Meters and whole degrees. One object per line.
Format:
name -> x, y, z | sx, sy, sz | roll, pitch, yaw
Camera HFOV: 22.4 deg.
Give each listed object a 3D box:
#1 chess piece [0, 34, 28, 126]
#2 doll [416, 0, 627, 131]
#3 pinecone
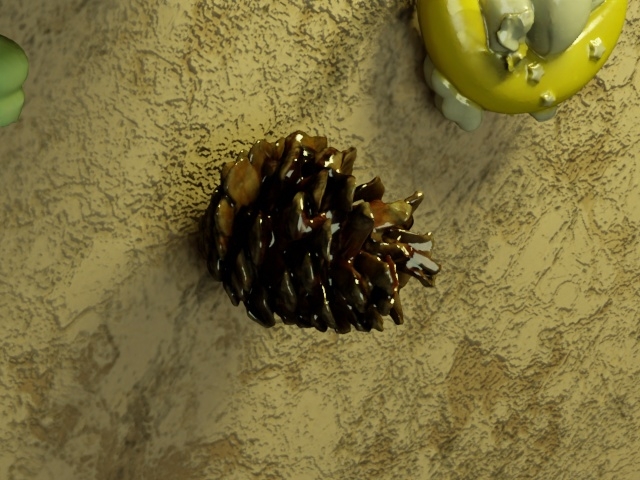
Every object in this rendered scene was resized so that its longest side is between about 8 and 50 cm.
chess piece -> -0.290, -0.229, 1.134 | 0.175, 0.176, 0.298 | -9, 111, -36
doll -> 0.201, -0.228, 1.570 | 0.237, 0.111, 0.252 | -17, 121, -15
pinecone -> -0.005, 0.001, 1.436 | 0.184, 0.204, 0.179 | -24, 127, -48
